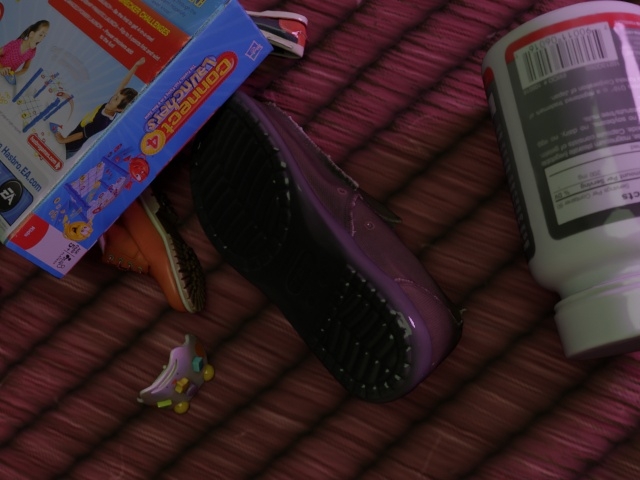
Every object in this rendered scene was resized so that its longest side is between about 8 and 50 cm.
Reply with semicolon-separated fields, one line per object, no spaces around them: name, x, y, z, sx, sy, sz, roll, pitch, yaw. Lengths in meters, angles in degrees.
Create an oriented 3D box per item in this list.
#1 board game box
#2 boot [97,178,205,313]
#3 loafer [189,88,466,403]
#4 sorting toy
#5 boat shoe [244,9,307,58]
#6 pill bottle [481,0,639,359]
board game box;-0.253;-0.168;0.991;0.302;0.086;0.308;-47;54;-3
boot;-0.173;0.018;0.992;0.085;0.059;0.158;-32;64;6
loafer;0.000;0.000;0.941;0.134;0.130;0.366;-53;59;30
sorting toy;-0.143;0.130;0.945;0.045;0.075;0.083;36;86;18
boat shoe;-0.081;-0.215;1.035;0.137;0.049;0.043;5;79;8
pill bottle;0.248;-0.048;0.865;0.161;0.161;0.283;-13;75;8
